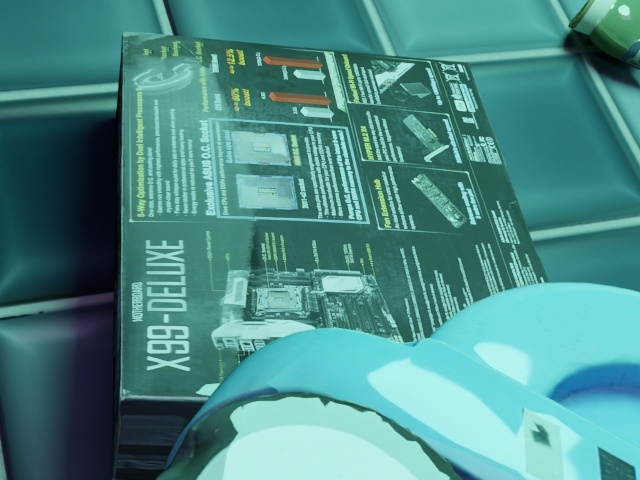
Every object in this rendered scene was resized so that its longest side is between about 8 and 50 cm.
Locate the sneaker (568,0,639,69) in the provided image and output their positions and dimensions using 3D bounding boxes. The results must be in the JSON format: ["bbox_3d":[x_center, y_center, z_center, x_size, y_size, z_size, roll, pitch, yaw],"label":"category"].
[{"bbox_3d":[0.284,-0.205,0.930,0.086,0.064,0.192,40,56,5],"label":"sneaker"}]

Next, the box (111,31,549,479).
[{"bbox_3d":[0.000,0.000,0.662,0.242,0.077,0.307,2,44,-13],"label":"box"}]

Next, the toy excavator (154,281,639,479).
[{"bbox_3d":[0.174,0.127,0.473,0.433,0.222,0.445,28,44,9],"label":"toy excavator"}]
